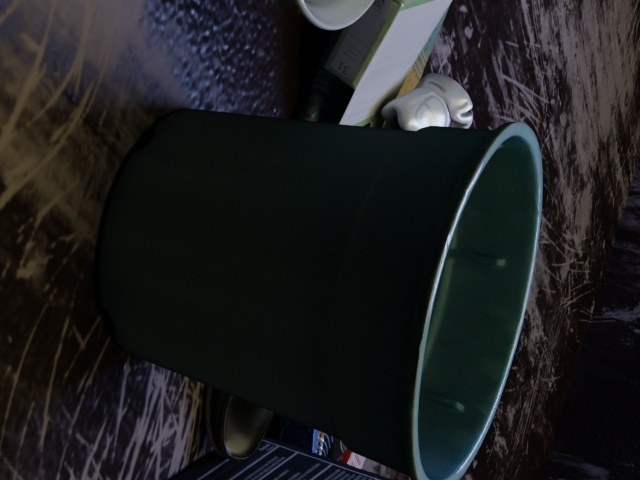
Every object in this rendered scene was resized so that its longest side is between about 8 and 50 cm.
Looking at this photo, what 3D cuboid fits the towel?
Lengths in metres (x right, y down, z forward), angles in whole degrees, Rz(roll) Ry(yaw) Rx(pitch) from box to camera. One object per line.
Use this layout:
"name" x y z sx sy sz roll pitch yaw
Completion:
"towel" 0.075 -0.247 1.613 0.370 0.040 0.271 -68 155 -15

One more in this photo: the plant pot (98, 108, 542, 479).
"plant pot" -0.002 0.028 1.189 0.341 0.334 0.341 -44 141 -52

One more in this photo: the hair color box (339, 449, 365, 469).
"hair color box" 0.038 0.302 1.826 0.072 0.043 0.141 69 39 -55

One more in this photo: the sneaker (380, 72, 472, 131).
"sneaker" 0.104 -0.070 1.623 0.118 0.110 0.292 -27 136 -42

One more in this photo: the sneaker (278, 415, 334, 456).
"sneaker" -0.020 0.269 1.617 0.090 0.081 0.232 17 86 -63

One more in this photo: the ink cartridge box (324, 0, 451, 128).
"ink cartridge box" 0.061 -0.205 1.494 0.171 0.056 0.235 -32 157 -57

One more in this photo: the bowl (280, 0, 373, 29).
"bowl" -0.023 -0.355 1.185 0.298 0.134 0.297 14 90 -69

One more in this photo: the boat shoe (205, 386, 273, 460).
"boat shoe" -0.066 0.141 1.394 0.084 0.079 0.233 13 102 -30

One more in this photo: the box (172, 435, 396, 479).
"box" -0.029 0.367 1.369 0.296 0.294 0.182 -21 124 -64

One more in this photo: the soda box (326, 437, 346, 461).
"soda box" 0.030 0.235 1.744 0.169 0.060 0.053 -47 143 -50
